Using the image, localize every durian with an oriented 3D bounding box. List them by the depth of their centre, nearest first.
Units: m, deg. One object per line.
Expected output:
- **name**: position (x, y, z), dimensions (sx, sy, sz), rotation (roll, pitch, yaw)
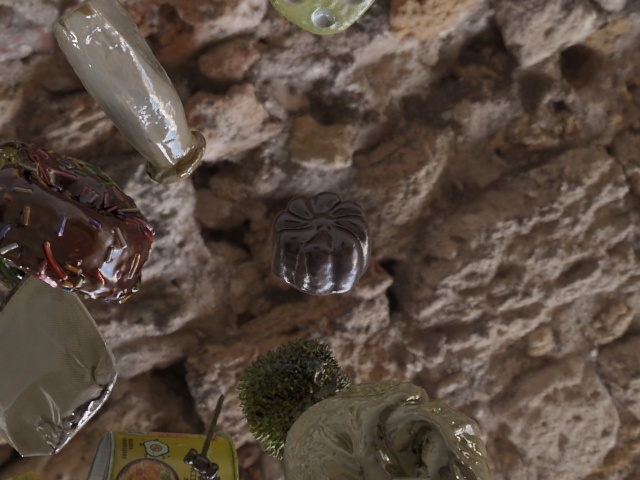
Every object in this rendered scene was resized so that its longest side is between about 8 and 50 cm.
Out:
- **durian**: position (-0.065, 0.364, 1.708), dimensions (0.291, 0.291, 0.224), rotation (-31, 180, -19)

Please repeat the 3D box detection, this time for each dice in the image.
- **dice**: position (0.009, -0.645, 1.702), dimensions (0.238, 0.233, 0.226), rotation (-37, -141, 41)

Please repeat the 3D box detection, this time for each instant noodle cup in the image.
- **instant noodle cup**: position (-0.341, 0.533, 1.496), dimensions (0.254, 0.325, 0.325), rotation (16, -173, -21)

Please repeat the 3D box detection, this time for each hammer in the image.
- **hammer**: position (-0.198, 0.346, 1.344), dimensions (0.029, 0.058, 0.292), rotation (-50, -173, 8)

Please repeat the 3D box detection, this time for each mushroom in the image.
- **mushroom**: position (-0.333, -0.272, 1.288), dimensions (0.137, 0.407, 0.154), rotation (-32, -130, -8)

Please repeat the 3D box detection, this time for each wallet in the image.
- **wallet**: position (-0.479, 0.202, 1.233), dimensions (0.335, 0.275, 0.068), rotation (-45, 168, 18)

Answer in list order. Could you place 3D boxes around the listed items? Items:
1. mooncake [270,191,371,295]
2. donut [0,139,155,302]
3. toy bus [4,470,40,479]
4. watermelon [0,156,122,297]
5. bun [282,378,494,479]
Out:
- **mooncake**: position (0.000, 0.000, 2.008), dimensions (0.306, 0.154, 0.306), rotation (2, -141, -2)
- **donut**: position (-0.278, -0.026, 0.796), dimensions (0.096, 0.216, 0.230), rotation (-58, -170, 6)
- **toy bus**: position (-0.580, 0.648, 1.505), dimensions (0.123, 0.335, 0.121), rotation (-33, 168, -2)
- **watermelon**: position (-0.507, -0.023, 1.406), dimensions (0.285, 0.285, 0.285), rotation (-21, -161, 8)
- **bun**: position (0.125, 0.386, 1.214), dimensions (0.360, 0.359, 0.211), rotation (-35, 169, -29)
